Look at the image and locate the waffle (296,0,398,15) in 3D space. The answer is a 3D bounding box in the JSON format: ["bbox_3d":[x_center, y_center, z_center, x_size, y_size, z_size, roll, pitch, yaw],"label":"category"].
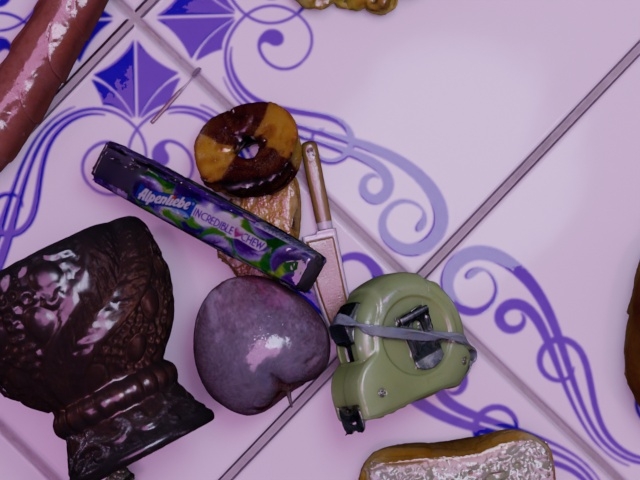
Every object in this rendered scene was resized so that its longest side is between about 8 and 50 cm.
[{"bbox_3d":[0.046,-0.435,1.924,0.325,0.068,0.302,-23,98,11],"label":"waffle"}]

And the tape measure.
[{"bbox_3d":[0.100,0.127,1.883,0.200,0.106,0.175,-16,91,-29],"label":"tape measure"}]

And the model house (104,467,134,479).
[{"bbox_3d":[-0.246,0.334,1.926,0.083,0.066,0.078,36,86,0],"label":"model house"}]

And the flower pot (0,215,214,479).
[{"bbox_3d":[-0.270,0.143,1.829,0.267,0.266,0.267,-30,86,0],"label":"flower pot"}]

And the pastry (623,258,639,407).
[{"bbox_3d":[0.534,0.106,1.872,0.356,0.164,0.356,0,87,-4],"label":"pastry"}]

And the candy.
[{"bbox_3d":[-0.138,-0.027,1.895,0.312,0.088,0.061,29,93,15],"label":"candy"}]

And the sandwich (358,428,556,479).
[{"bbox_3d":[0.182,0.357,1.905,0.251,0.087,0.226,-9,87,1],"label":"sandwich"}]

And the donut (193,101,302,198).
[{"bbox_3d":[-0.089,-0.109,1.922,0.140,0.059,0.140,-8,63,15],"label":"donut"}]

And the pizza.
[{"bbox_3d":[-0.076,-0.010,1.947,0.099,0.036,0.160,14,90,9],"label":"pizza"}]

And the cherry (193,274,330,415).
[{"bbox_3d":[-0.080,0.131,1.892,0.176,0.140,0.176,-1,85,8],"label":"cherry"}]

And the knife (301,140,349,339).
[{"bbox_3d":[0.000,0.000,1.953,0.046,0.022,0.256,-11,92,-6],"label":"knife"}]

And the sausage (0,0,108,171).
[{"bbox_3d":[-0.352,-0.245,1.941,0.088,0.088,0.433,31,90,2],"label":"sausage"}]

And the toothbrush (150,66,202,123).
[{"bbox_3d":[-0.187,-0.188,1.971,0.006,0.008,0.097,42,90,16],"label":"toothbrush"}]
